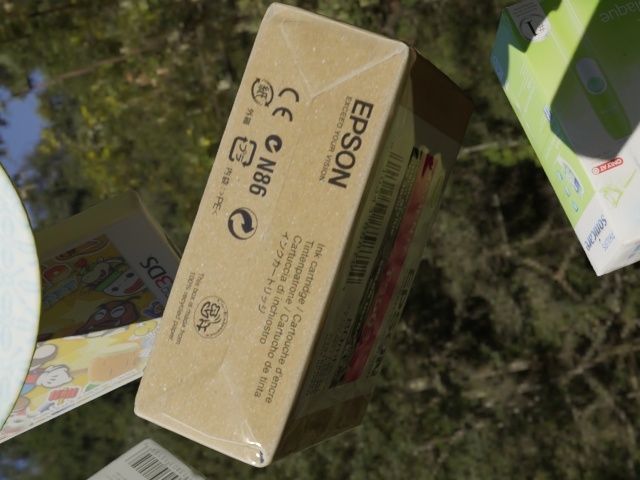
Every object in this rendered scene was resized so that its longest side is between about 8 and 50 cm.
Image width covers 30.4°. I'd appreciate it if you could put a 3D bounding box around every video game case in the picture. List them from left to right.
[{"bbox_3d":[-0.199,0.068,0.871,0.206,0.227,0.026,63,-178,-58],"label":"video game case"}]

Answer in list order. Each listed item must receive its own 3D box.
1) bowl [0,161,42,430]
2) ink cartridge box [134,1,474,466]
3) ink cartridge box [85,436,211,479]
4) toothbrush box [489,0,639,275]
[{"bbox_3d":[-0.324,0.025,0.680,0.156,0.289,0.289,20,129,57],"label":"bowl"},{"bbox_3d":[0.000,0.000,0.694,0.234,0.088,0.193,-72,-18,4],"label":"ink cartridge box"},{"bbox_3d":[-0.165,0.319,1.079,0.275,0.239,0.060,26,138,42],"label":"ink cartridge box"},{"bbox_3d":[0.334,-0.137,1.245,0.122,0.206,0.283,88,160,-73],"label":"toothbrush box"}]
